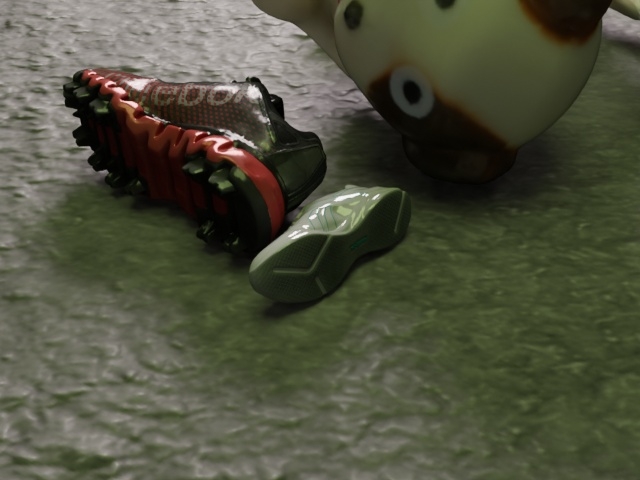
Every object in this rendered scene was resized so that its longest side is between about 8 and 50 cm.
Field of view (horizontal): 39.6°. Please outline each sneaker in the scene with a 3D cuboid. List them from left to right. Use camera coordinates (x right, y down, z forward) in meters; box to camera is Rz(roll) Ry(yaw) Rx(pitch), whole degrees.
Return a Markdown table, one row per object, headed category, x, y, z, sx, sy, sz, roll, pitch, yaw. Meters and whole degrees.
| category | x | y | z | sx | sy | sz | roll | pitch | yaw |
| --- | --- | --- | --- | --- | --- | --- | --- | --- | --- |
| sneaker | -0.106 | -0.089 | 0.756 | 0.276 | 0.098 | 0.135 | 29 | 49 | 34 |
| sneaker | 0.000 | 0.000 | 0.670 | 0.152 | 0.054 | 0.061 | -29 | 33 | -36 |

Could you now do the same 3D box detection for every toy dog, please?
| category | x | y | z | sx | sy | sz | roll | pitch | yaw |
| --- | --- | --- | --- | --- | --- | --- | --- | --- | --- |
| toy dog | 0.123 | -0.227 | 0.809 | 0.395 | 0.285 | 0.408 | 29 | 34 | -14 |
